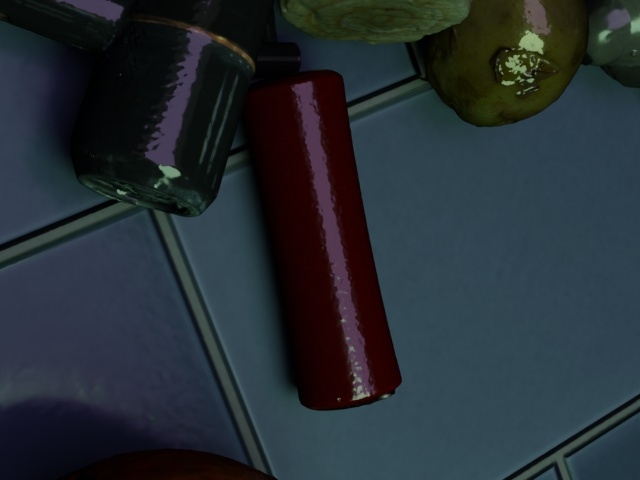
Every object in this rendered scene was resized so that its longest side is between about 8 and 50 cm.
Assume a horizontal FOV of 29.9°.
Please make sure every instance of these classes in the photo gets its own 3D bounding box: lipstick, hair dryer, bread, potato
[{"bbox_3d":[0.000,0.000,0.863,0.080,0.080,0.241,-13,95,-28],"label":"lipstick"},{"bbox_3d":[-0.209,-0.149,0.757,0.352,0.107,0.189,18,79,-19],"label":"hair dryer"},{"bbox_3d":[-0.042,-0.161,0.875,0.047,0.026,0.083,-3,87,-29],"label":"hair dryer"},{"bbox_3d":[0.035,-0.220,0.843,0.134,0.148,0.141,-1,84,-13],"label":"bread"},{"bbox_3d":[0.142,-0.174,0.915,0.137,0.137,0.176,-5,101,-28],"label":"potato"}]

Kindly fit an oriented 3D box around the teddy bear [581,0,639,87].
[{"bbox_3d":[0.261,-0.212,0.957,0.144,0.171,0.251,-27,104,-19],"label":"teddy bear"}]

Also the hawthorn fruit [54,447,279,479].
[{"bbox_3d":[-0.064,0.260,0.736,0.307,0.276,0.276,6,86,-42],"label":"hawthorn fruit"}]
